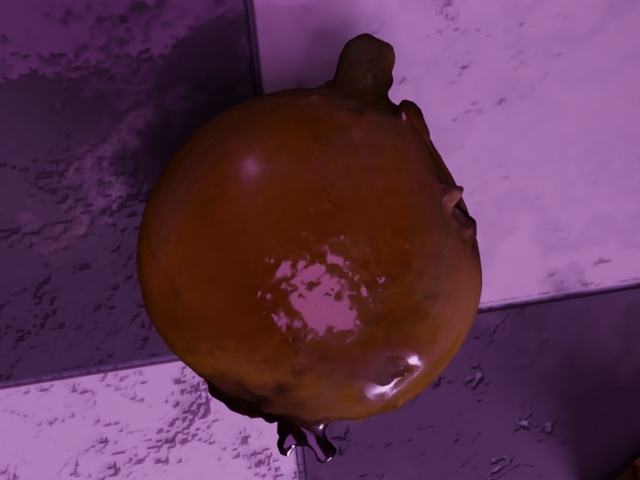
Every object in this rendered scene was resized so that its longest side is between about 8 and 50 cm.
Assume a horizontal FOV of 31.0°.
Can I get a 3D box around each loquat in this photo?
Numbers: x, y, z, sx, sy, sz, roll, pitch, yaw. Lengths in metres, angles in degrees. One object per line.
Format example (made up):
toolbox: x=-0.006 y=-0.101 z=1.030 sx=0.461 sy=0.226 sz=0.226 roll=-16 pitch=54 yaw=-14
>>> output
loquat: x=0.000 y=0.000 z=0.567 sx=0.172 sy=0.149 sz=0.204 roll=17 pitch=98 yaw=-17

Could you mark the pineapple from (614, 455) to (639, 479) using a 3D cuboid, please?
pineapple: x=0.220 y=0.160 z=0.745 sx=0.114 sy=0.077 sz=0.114 roll=10 pitch=107 yaw=-53
